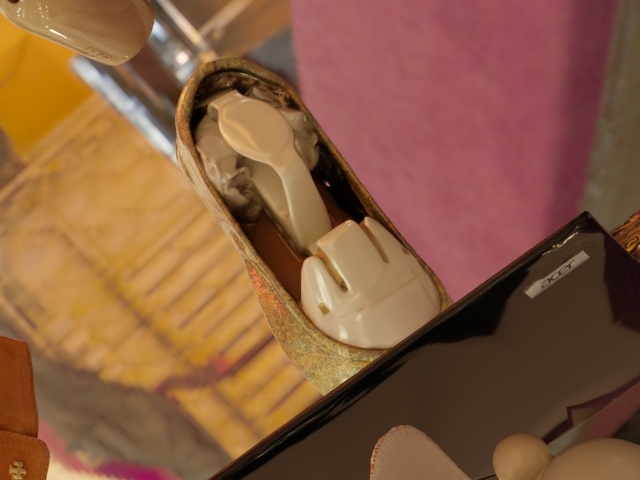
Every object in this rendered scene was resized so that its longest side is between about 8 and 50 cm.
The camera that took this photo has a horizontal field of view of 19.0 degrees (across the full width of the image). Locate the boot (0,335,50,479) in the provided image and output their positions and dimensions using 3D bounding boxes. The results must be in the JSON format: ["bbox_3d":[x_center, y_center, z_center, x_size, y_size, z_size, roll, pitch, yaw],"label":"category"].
[{"bbox_3d":[-0.278,0.182,1.207,0.211,0.295,0.104,19,158,-34],"label":"boot"}]

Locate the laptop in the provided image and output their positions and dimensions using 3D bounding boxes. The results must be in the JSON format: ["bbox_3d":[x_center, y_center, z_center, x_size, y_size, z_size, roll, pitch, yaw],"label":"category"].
[{"bbox_3d":[0.062,0.055,0.978,0.136,0.234,0.264,50,-167,-18],"label":"laptop"}]

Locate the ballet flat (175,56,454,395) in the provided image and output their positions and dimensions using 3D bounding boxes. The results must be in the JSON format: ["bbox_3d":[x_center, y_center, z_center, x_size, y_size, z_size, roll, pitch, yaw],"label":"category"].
[{"bbox_3d":[0.000,0.000,1.328,0.348,0.123,0.123,53,174,31],"label":"ballet flat"}]

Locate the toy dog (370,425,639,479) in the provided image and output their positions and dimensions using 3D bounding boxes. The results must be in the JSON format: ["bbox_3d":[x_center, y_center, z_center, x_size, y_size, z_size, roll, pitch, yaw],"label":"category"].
[{"bbox_3d":[-0.001,0.179,0.788,0.161,0.333,0.220,40,125,16],"label":"toy dog"}]

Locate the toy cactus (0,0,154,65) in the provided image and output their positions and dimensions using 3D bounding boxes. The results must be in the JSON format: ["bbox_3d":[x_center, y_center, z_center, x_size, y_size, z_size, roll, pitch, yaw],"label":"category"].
[{"bbox_3d":[-0.131,-0.116,0.745,0.219,0.112,0.180,-16,148,31],"label":"toy cactus"}]
